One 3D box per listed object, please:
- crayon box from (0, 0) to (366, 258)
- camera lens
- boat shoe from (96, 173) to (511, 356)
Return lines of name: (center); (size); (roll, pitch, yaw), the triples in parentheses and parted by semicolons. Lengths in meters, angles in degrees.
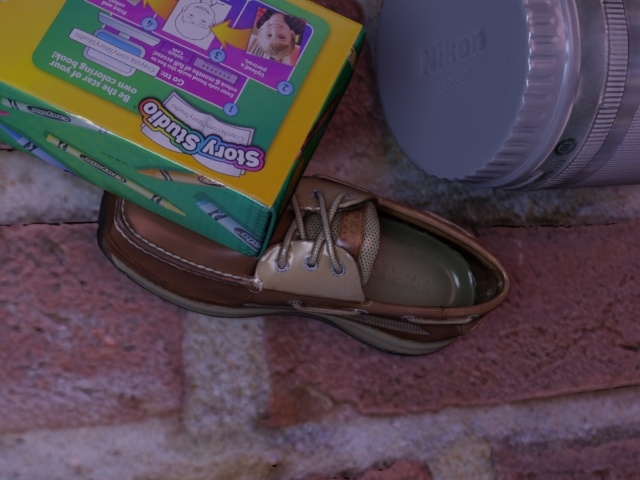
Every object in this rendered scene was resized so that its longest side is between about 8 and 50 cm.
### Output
crayon box: (-0.129, -0.124, 0.986); (0.278, 0.081, 0.165); (25, 62, 1)
camera lens: (0.211, -0.152, 1.180); (0.274, 0.219, 0.219); (-5, 79, -33)
boat shoe: (0.000, 0.000, 1.065); (0.324, 0.120, 0.122); (14, 69, -28)
